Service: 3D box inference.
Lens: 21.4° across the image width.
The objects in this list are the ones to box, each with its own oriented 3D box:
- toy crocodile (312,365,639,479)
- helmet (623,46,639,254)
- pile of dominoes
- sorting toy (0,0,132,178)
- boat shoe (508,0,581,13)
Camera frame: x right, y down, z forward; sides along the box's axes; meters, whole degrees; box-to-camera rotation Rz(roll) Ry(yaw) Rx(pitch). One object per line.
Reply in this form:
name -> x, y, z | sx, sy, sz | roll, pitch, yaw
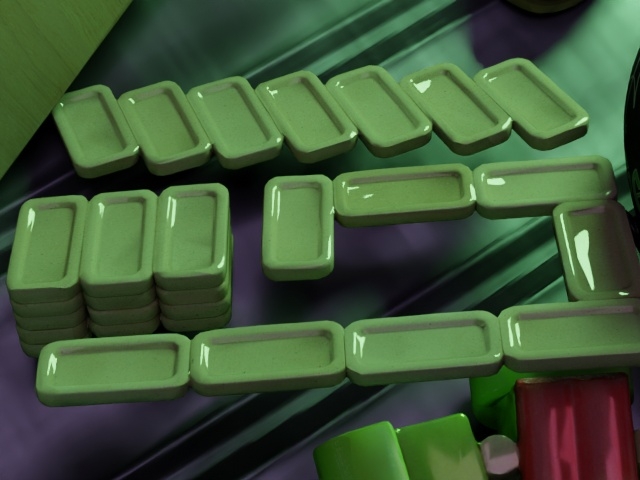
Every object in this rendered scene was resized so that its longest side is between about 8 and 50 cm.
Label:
toy crocodile -> 0.166, 0.090, 0.660 | 0.340, 0.105, 0.115 | 0, 65, -4
helmet -> 0.207, -0.051, 0.669 | 0.169, 0.161, 0.169 | 2, 23, -1
pile of dominoes -> 0.000, 0.000, 0.704 | 0.251, 0.040, 0.196 | -4, 41, 2
sorting toy -> -0.203, -0.131, 0.671 | 0.089, 0.257, 0.255 | 19, 67, 34
boat shoe -> 0.144, -0.204, 0.814 | 0.073, 0.073, 0.207 | 28, 68, 6
